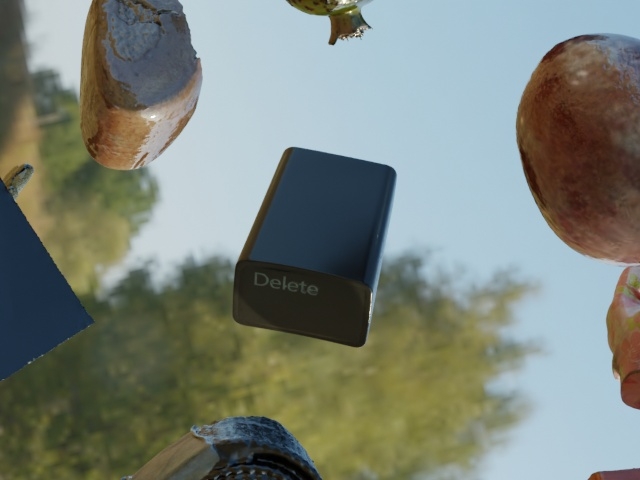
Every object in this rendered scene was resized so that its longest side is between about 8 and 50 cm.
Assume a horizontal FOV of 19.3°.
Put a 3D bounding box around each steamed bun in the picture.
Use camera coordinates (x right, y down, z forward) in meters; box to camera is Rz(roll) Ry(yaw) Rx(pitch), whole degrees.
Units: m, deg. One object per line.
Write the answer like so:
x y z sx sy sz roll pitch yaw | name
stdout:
-0.170 -0.157 1.756 0.145 0.106 0.175 114 -26 -58 | steamed bun

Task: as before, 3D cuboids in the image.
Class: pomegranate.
0.016 -0.278 1.926 0.130 0.130 0.130 166 -90 -79 | pomegranate

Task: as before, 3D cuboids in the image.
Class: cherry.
0.325 -0.082 1.921 0.285 0.236 0.213 48 27 -23 | cherry

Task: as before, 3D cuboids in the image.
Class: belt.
-0.127 0.305 1.904 0.184 0.289 0.164 56 -2 -14 | belt

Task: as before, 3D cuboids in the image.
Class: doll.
-0.319 -0.039 1.837 0.061 0.051 0.093 -9 -121 62 | doll

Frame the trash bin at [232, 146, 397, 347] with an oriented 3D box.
0.000 0.000 2.290 0.115 0.165 0.225 95 8 -45 | trash bin

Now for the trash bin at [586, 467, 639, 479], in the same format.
0.420 0.412 2.379 0.161 0.184 0.238 119 -37 -48 | trash bin

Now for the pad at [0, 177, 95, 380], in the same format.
-0.396 0.054 1.590 0.247 0.367 0.007 56 -35 1 | pad

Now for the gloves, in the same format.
0.452 0.108 2.607 0.241 0.126 0.145 -88 153 -43 | gloves
